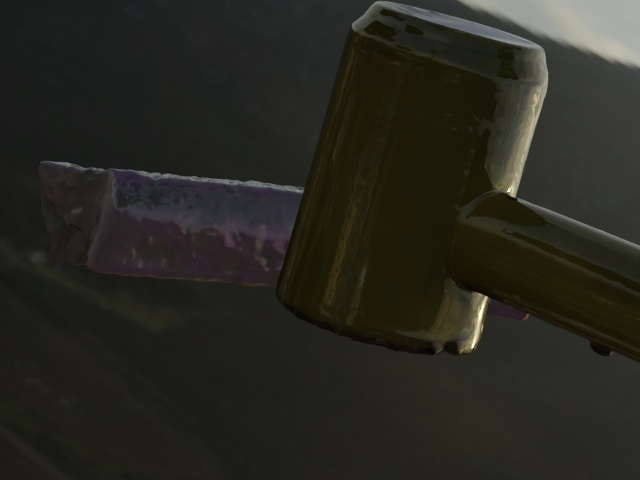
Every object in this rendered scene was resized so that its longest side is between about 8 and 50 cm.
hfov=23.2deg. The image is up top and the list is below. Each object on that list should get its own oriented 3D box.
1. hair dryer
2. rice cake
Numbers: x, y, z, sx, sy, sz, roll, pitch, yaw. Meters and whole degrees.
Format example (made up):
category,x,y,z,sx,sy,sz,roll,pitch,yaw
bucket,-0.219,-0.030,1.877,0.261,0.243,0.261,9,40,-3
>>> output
category,x,y,z,sx,sy,sz,roll,pitch,yaw
hair dryer,0.109,0.004,0.606,0.279,0.134,0.090,25,15,37
rice cake,0.000,0.000,0.976,0.365,0.072,0.056,8,6,-31
